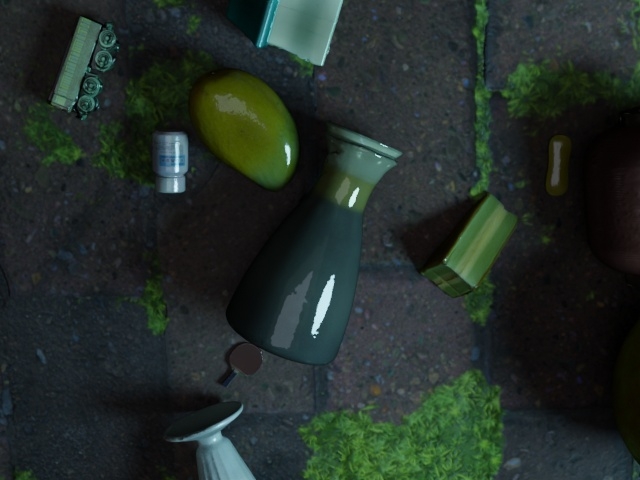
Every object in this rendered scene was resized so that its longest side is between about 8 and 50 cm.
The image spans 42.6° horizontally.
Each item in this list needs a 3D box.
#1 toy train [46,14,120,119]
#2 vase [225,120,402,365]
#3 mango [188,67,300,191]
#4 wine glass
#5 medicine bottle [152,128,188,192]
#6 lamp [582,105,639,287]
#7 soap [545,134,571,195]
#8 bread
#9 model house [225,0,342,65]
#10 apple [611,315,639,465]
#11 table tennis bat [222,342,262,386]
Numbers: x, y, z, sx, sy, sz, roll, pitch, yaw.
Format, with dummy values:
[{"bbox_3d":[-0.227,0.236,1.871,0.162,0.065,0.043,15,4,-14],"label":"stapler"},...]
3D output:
[{"bbox_3d":[-0.338,-0.249,1.181,0.071,0.038,0.148,23,102,-3],"label":"toy train"},{"bbox_3d":[0.000,0.000,1.161,0.173,0.173,0.321,23,99,-3],"label":"vase"},{"bbox_3d":[-0.103,-0.156,1.164,0.130,0.092,0.195,-29,104,7],"label":"mango"},{"bbox_3d":[-0.148,0.360,1.257,0.165,0.165,0.196,-18,93,6],"label":"wine glass"},{"bbox_3d":[-0.219,-0.116,1.197,0.052,0.052,0.089,3,103,2],"label":"medicine bottle"},{"bbox_3d":[0.453,-0.064,1.122,0.180,0.180,0.258,-4,102,4],"label":"lamp"},{"bbox_3d":[0.346,-0.109,1.194,0.034,0.012,0.089,1,103,2],"label":"soap"},{"bbox_3d":[0.223,0.007,1.226,0.074,0.084,0.139,37,71,-5],"label":"bread"},{"bbox_3d":[-0.051,-0.304,1.110,0.149,0.127,0.100,18,103,-5],"label":"model house"},{"bbox_3d":[0.572,0.212,1.102,0.339,0.339,0.340,1,103,2],"label":"apple"},{"bbox_3d":[-0.126,0.197,1.287,0.050,0.007,0.083,39,99,-7],"label":"table tennis bat"}]
